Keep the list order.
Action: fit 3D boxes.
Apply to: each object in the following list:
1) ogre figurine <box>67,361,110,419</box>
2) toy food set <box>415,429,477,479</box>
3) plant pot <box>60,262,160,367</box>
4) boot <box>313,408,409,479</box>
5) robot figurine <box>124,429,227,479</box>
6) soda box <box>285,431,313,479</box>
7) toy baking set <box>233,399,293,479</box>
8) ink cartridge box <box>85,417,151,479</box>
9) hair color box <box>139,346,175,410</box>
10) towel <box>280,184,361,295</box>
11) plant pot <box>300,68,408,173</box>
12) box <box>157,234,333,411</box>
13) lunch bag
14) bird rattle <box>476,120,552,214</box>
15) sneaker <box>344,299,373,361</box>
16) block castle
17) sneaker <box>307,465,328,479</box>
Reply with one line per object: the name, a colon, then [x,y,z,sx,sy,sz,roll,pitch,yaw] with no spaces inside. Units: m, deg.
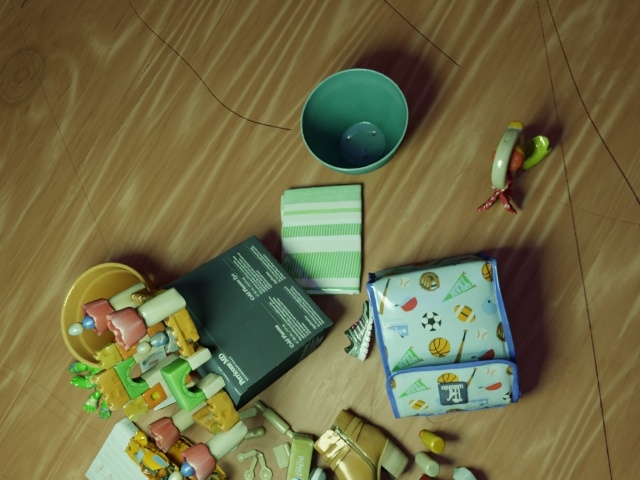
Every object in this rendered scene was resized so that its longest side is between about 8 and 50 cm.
ogre figurine: [-0.683,0.432,1.527,0.118,0.097,0.197,-46,57,19]
toy food set: [0.317,0.606,1.283,0.111,0.104,0.232,-38,92,-10]
plant pot: [-0.571,0.224,1.481,0.291,0.203,0.290,-3,78,12]
boot: [0.069,0.592,1.278,0.220,0.109,0.283,35,64,13]
robot figurine: [-0.380,0.618,1.365,0.291,0.211,0.085,25,93,25]
soda box: [-0.060,0.618,1.351,0.058,0.061,0.181,8,86,-3]
toy baking set: [-0.189,0.560,1.420,0.256,0.030,0.196,42,90,16]
ink cartridge box: [-0.578,0.670,1.487,0.181,0.056,0.224,38,108,16]
hair color box: [-0.470,0.409,1.501,0.093,0.053,0.167,-25,76,8]
towel: [0.000,0.000,1.485,0.248,0.038,0.324,-2,78,12]
plant pot: [0.108,-0.310,1.435,0.291,0.195,0.289,-2,79,12]
box: [-0.207,0.214,1.341,0.313,0.179,0.343,-31,70,-33]
lunch bag: [0.308,0.250,1.272,0.328,0.239,0.385,-10,93,10]
bird rattle: [0.490,-0.200,1.336,0.143,0.207,0.253,29,77,34]
sneaker: [0.105,0.246,1.397,0.075,0.063,0.170,10,86,8]
block castle: [-0.397,0.335,1.207,0.213,0.303,0.452,-32,110,-34]
sneaker: [0.037,0.747,1.284,0.179,0.124,0.295,5,87,18]
